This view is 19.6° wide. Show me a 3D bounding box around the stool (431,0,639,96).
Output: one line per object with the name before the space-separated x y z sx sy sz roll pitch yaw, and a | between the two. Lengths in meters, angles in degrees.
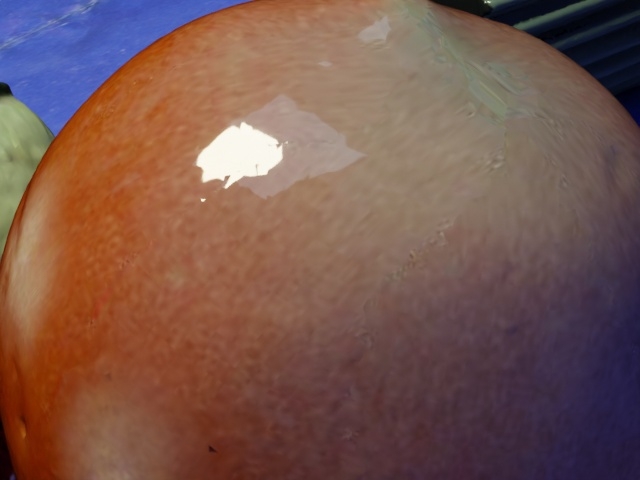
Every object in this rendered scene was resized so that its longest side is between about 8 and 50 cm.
stool | 0.205 -0.252 1.323 0.330 0.297 0.297 -20 25 -12

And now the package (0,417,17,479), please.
package | -0.181 0.127 1.004 0.269 0.071 0.194 -45 20 -18

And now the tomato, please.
tomato | 0.016 0.040 0.821 0.321 0.321 0.321 -14 26 7

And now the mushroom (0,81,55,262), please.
mushroom | -0.251 0.078 0.969 0.344 0.247 0.130 -41 67 0
